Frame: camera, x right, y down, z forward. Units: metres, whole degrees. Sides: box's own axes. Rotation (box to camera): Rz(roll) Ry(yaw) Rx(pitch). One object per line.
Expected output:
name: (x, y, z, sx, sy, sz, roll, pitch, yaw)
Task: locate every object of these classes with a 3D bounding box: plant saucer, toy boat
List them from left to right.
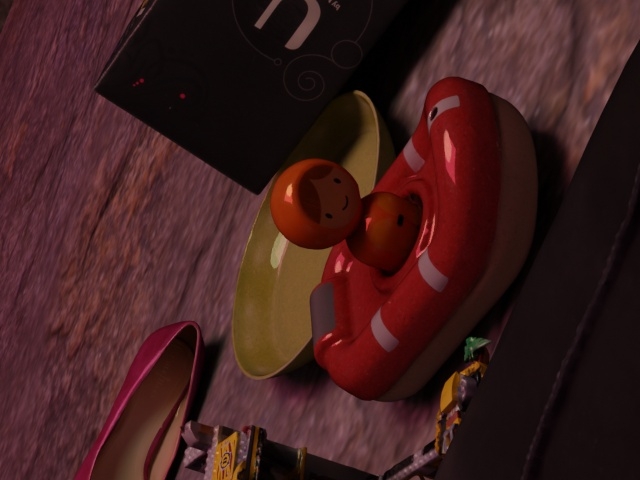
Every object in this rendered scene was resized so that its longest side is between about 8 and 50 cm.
plant saucer: (0.000, 0.000, 1.440, 0.241, 0.037, 0.241, -51, 28, 41)
toy boat: (0.038, -0.010, 1.206, 0.231, 0.151, 0.151, -54, 26, 34)

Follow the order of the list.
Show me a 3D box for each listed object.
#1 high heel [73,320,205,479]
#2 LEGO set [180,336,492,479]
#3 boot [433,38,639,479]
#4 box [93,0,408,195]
high heel: (-0.157, 0.186, 1.594, 0.244, 0.082, 0.117, -67, 8, -31)
LEGO set: (0.008, 0.211, 1.028, 0.255, 0.192, 0.331, -32, 43, 57)
boot: (0.180, 0.060, 0.708, 0.367, 0.146, 0.445, -100, 26, -54)
box: (-0.036, -0.201, 1.468, 0.270, 0.165, 0.143, -52, 12, 27)
